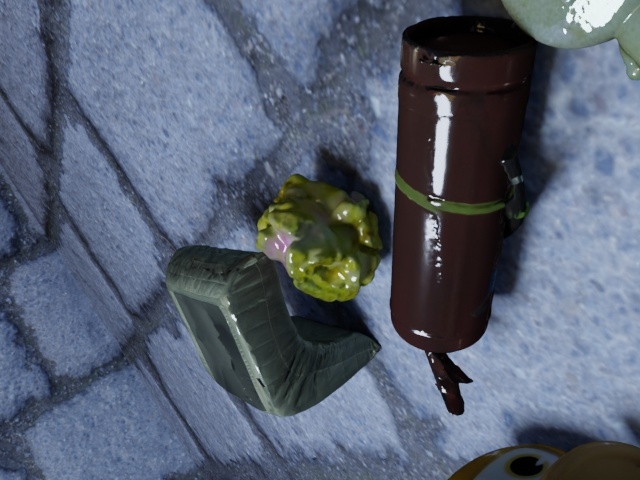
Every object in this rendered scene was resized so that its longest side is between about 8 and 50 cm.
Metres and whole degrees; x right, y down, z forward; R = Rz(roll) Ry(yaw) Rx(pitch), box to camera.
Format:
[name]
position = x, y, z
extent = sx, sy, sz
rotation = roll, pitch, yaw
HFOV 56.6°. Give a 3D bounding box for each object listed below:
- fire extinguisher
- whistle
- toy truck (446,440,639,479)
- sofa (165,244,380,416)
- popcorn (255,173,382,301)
[fire extinguisher]
position = 0.115, 0.000, 0.503
extent = 0.141, 0.105, 0.341
rotation = -99, 5, -55
[whistle]
position = 0.184, -0.134, 0.348
extent = 0.198, 0.057, 0.104
rotation = 50, 147, 15
[toy truck]
position = 0.235, 0.315, 0.536
extent = 0.288, 0.204, 0.211
rotation = 42, 143, 24
[sofa]
position = -0.070, 0.094, 0.800
extent = 0.210, 0.176, 0.225
rotation = 2, 118, 55
[popcorn]
position = 0.000, 0.000, 0.672
extent = 0.145, 0.126, 0.125
rotation = 26, 161, 0
